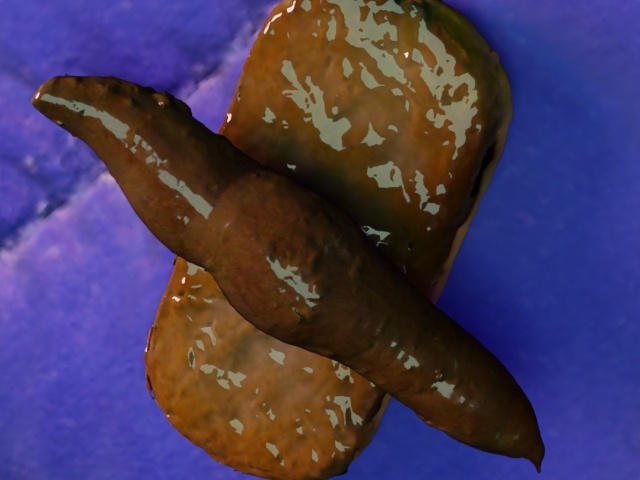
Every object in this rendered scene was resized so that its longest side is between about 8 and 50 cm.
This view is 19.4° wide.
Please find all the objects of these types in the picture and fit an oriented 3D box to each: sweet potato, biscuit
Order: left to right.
[{"bbox_3d":[-0.005,0.016,0.790,0.274,0.067,0.067,38,112,-7],"label":"sweet potato"},{"bbox_3d":[0.000,0.000,0.832,0.118,0.029,0.247,24,114,4],"label":"biscuit"}]
